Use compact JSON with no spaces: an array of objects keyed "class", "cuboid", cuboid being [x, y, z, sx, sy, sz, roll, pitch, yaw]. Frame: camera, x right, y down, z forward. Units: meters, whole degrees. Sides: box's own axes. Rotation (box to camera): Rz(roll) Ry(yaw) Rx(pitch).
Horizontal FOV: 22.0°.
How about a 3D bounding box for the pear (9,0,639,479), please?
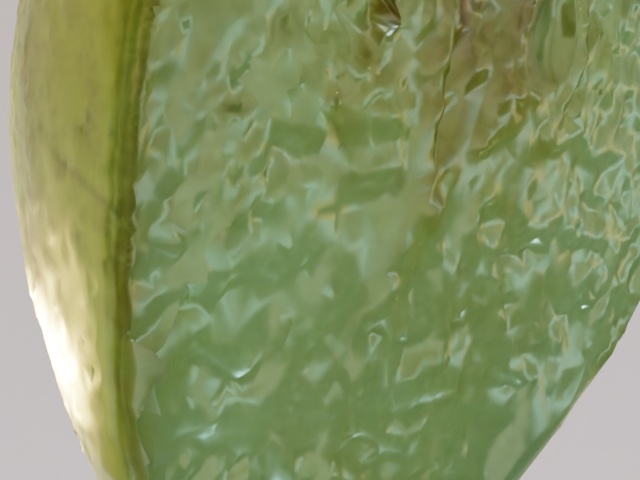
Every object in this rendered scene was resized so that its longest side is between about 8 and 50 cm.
[{"class":"pear","cuboid":[-0.005,-0.001,0.535,0.288,0.139,0.239,15,-97,-51]}]
